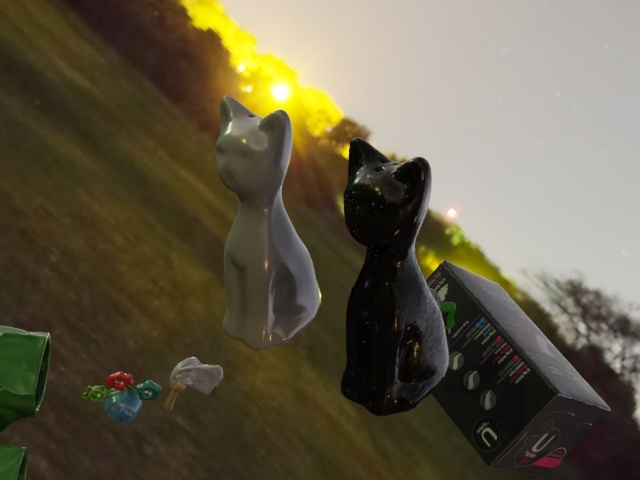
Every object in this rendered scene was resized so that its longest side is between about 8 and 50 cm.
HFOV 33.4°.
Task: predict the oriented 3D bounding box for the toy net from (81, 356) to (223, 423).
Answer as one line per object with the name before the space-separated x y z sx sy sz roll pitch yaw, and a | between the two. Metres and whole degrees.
toy net | -0.277 0.237 1.791 0.045 0.232 0.122 -100 164 -54

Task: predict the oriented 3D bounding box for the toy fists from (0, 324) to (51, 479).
toy fists | -0.402 0.219 1.223 0.142 0.279 0.096 6 -35 -5

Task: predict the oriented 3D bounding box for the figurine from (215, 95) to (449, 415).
figurine | 0.000 0.000 0.829 0.214 0.092 0.210 23 -48 33

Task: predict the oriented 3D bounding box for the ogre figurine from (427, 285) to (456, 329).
ogre figurine | 0.117 0.086 1.317 0.197 0.096 0.118 55 -8 38

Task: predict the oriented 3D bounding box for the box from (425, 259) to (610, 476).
box | 0.242 0.179 1.490 0.165 0.143 0.270 21 23 -48
